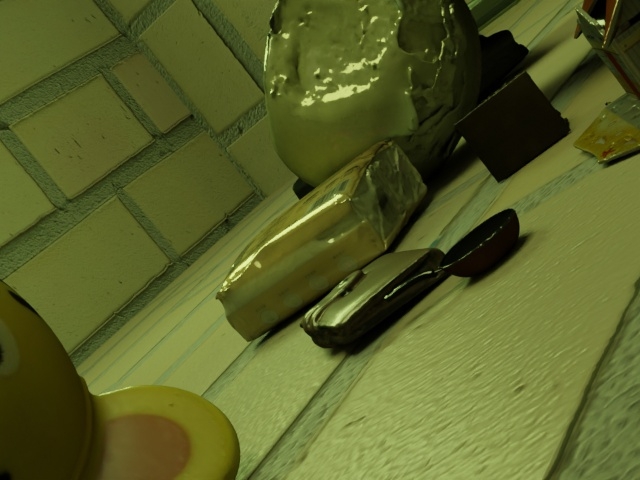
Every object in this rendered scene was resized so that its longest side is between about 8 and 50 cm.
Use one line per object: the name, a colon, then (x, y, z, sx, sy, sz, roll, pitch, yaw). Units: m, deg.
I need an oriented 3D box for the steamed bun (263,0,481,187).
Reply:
steamed bun: (0.085, -0.214, 1.457, 0.233, 0.334, 0.312, 9, 2, 19)

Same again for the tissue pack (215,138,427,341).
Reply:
tissue pack: (0.000, 0.000, 1.301, 0.222, 0.090, 0.186, -37, 8, 30)

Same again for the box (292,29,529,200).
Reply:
box: (0.138, -0.192, 1.903, 0.359, 0.091, 0.350, -41, 6, -27)

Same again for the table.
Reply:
table: (0.187, -0.114, 1.129, 0.083, 0.070, 0.082, -38, 2, 19)

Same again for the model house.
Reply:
model house: (0.247, -0.175, 0.884, 0.207, 0.136, 0.219, -36, 6, 12)

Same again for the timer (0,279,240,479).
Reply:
timer: (-0.288, 0.171, 0.793, 0.387, 0.376, 0.376, 19, 44, 30)

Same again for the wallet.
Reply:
wallet: (0.039, 0.045, 0.972, 0.118, 0.039, 0.152, -38, 7, -12)

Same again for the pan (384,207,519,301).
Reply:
pan: (0.099, 0.018, 0.857, 0.115, 0.023, 0.068, -35, 7, 12)

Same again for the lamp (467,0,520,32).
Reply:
lamp: (0.192, -0.321, 1.906, 0.266, 0.047, 0.269, -36, 6, 2)
